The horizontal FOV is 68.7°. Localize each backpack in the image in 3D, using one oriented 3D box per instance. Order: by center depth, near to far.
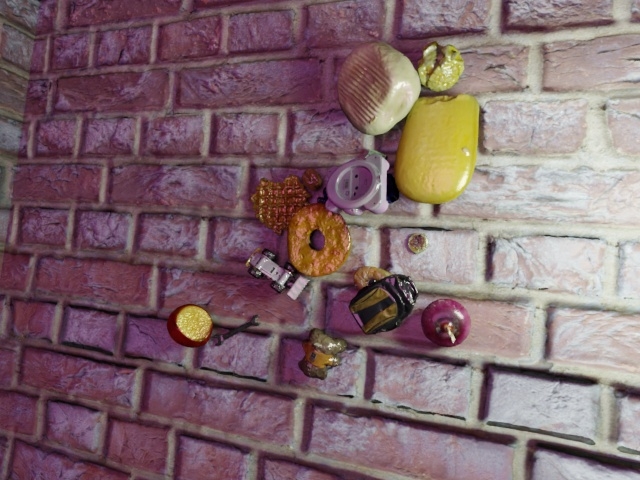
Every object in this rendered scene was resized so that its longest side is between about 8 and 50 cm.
[{"bbox_3d":[0.251,0.231,1.770,0.258,0.133,0.206,-38,83,29],"label":"backpack"}]

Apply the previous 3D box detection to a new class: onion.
[{"bbox_3d":[0.455,0.299,1.703,0.177,0.153,0.177,-9,70,26],"label":"onion"}]

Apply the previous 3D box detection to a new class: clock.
[{"bbox_3d":[0.137,-0.206,1.787,0.248,0.090,0.227,-6,73,32],"label":"clock"}]

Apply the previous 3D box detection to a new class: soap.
[{"bbox_3d":[0.443,-0.343,1.791,0.306,0.115,0.426,10,82,22],"label":"soap"}]

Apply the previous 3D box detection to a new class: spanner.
[{"bbox_3d":[-0.366,0.395,2.060,0.255,0.015,0.054,-29,75,15],"label":"spanner"}]

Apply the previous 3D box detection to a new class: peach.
[{"bbox_3d":[-0.567,0.374,2.045,0.193,0.190,0.190,8,86,39],"label":"peach"}]

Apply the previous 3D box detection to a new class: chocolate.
[{"bbox_3d":[0.141,-0.199,1.900,0.344,0.126,0.148,-7,118,26],"label":"chocolate"}]

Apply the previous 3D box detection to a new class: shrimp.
[{"bbox_3d":[0.239,0.179,1.845,0.236,0.053,0.132,15,94,20],"label":"shrimp"}]

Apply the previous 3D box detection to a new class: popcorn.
[{"bbox_3d":[0.451,-0.669,1.801,0.187,0.167,0.185,39,106,27],"label":"popcorn"}]

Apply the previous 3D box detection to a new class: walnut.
[{"bbox_3d":[-0.037,-0.258,1.982,0.096,0.083,0.079,54,130,15],"label":"walnut"}]

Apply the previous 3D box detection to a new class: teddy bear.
[{"bbox_3d":[-0.008,0.459,1.865,0.177,0.140,0.190,23,101,18],"label":"teddy bear"}]

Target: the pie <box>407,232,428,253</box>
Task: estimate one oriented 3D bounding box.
[{"bbox_3d":[0.381,0.011,1.829,0.085,0.017,0.085,-2,83,20],"label":"pie"}]

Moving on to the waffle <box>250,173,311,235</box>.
[{"bbox_3d":[-0.174,-0.172,2.035,0.292,0.051,0.290,-3,83,21],"label":"waffle"}]

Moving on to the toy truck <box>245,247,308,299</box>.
[{"bbox_3d":[-0.183,0.140,1.972,0.286,0.111,0.136,33,80,18],"label":"toy truck"}]

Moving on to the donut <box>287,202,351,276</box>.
[{"bbox_3d":[0.000,0.000,1.923,0.303,0.110,0.302,-2,85,21],"label":"donut"}]

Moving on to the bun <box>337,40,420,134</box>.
[{"bbox_3d":[0.228,-0.587,1.836,0.361,0.213,0.360,3,94,47],"label":"bun"}]

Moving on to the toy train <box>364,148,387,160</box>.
[{"bbox_3d":[0.229,-0.335,1.915,0.093,0.038,0.056,28,88,21],"label":"toy train"}]
